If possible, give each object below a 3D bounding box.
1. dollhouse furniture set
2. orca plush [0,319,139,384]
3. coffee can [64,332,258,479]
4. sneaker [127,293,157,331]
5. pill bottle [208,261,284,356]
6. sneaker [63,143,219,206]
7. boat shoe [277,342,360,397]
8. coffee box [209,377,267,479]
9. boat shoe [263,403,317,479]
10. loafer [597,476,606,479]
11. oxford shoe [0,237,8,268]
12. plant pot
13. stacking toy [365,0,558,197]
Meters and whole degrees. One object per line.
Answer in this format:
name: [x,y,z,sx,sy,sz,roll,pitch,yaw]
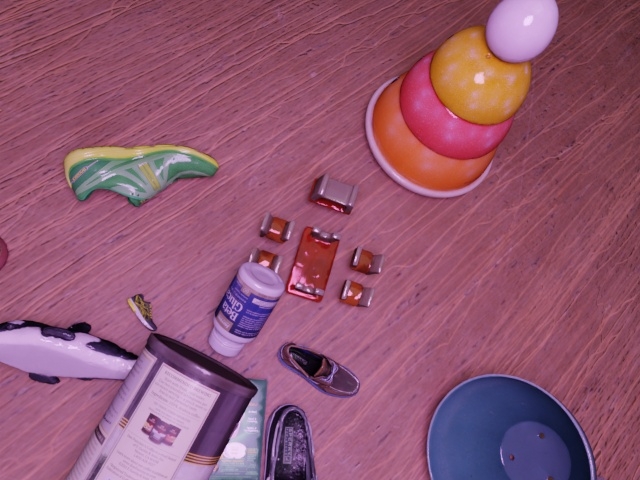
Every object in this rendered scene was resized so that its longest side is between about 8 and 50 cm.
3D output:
dollhouse furniture set: [0.000,0.000,1.003,0.261,0.135,0.259,19,79,-7]
orca plush: [-0.421,0.176,0.827,0.286,0.151,0.102,4,39,-10]
coffee can: [-0.255,0.317,0.743,0.201,0.201,0.276,29,77,-3]
sneaker: [-0.338,0.138,0.897,0.035,0.031,0.083,-37,84,-23]
pill bottle: [-0.146,0.134,0.879,0.094,0.094,0.169,30,107,-3]
sneaker: [-0.360,-0.133,0.960,0.295,0.109,0.124,-7,96,-19]
boat shoe: [0.001,0.261,0.925,0.183,0.066,0.066,25,67,-5]
coffee box: [-0.162,0.351,0.865,0.113,0.040,0.184,5,71,-11]
boat shoe: [-0.049,0.454,0.825,0.113,0.105,0.307,8,70,-12]
loafer: [0.584,0.566,0.989,0.125,0.045,0.039,-39,91,-25]
oxford shoe: [-0.713,0.085,0.762,0.123,0.130,0.348,44,67,2]
plant pot: [0.379,0.415,0.887,0.195,0.290,0.291,26,61,-45]
stacking toy: [0.327,-0.331,0.989,0.350,0.480,0.351,5,70,-14]
